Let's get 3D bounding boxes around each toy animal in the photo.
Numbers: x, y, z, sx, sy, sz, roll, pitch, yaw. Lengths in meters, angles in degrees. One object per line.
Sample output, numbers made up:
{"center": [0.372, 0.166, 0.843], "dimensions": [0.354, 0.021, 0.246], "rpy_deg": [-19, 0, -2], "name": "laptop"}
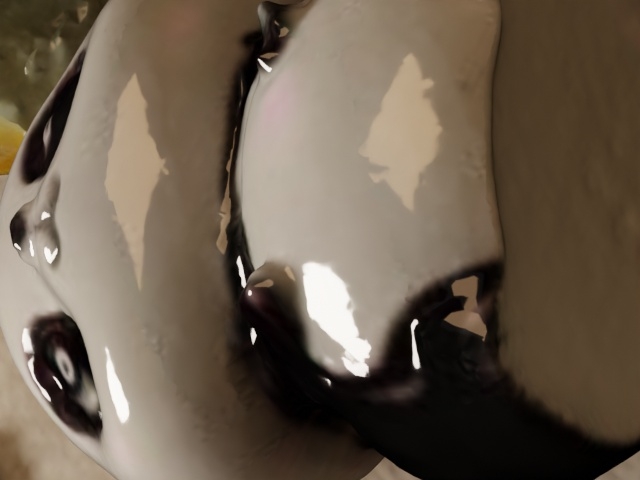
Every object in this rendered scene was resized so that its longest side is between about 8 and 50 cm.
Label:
{"center": [-0.002, -0.002, 0.610], "dimensions": [0.235, 0.165, 0.187], "rpy_deg": [-8, 75, 32], "name": "toy animal"}

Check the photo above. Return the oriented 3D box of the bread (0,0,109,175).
{"center": [-0.162, -0.159, 0.798], "dimensions": [0.279, 0.225, 0.250], "rpy_deg": [5, 60, 51], "name": "bread"}
